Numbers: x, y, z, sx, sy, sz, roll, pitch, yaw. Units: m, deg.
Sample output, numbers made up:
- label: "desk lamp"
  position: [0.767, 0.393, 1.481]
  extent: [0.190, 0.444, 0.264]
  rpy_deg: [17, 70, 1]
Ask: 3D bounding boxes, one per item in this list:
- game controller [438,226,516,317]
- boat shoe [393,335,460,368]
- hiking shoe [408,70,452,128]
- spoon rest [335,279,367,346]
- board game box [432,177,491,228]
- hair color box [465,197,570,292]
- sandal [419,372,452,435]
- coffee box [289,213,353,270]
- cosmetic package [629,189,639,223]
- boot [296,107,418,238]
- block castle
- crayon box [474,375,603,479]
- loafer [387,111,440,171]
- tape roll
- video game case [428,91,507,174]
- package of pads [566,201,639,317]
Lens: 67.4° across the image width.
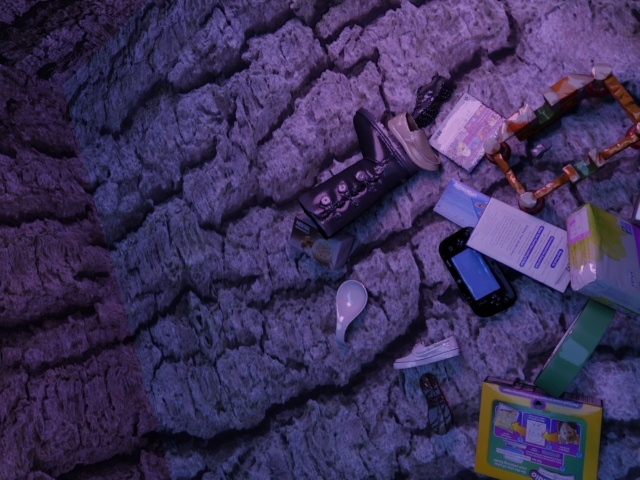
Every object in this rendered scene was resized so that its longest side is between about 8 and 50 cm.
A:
- label: "game controller"
  position: [0.559, 0.113, 1.722]
  extent: [0.166, 0.067, 0.319]
  rpy_deg: [-33, 76, 22]
- label: "boat shoe"
  position: [0.391, 0.420, 1.800]
  extent: [0.258, 0.095, 0.084]
  rpy_deg: [-19, 74, 16]
- label: "hiking shoe"
  position: [0.408, -0.537, 1.857]
  extent: [0.227, 0.086, 0.114]
  rpy_deg: [-51, 43, 22]
- label: "spoon rest"
  position: [0.114, 0.298, 1.956]
  extent: [0.137, 0.084, 0.277]
  rpy_deg: [13, 94, 29]
- label: "board game box"
  position: [0.569, -0.103, 1.762]
  extent: [0.281, 0.027, 0.145]
  rpy_deg: [36, 106, 26]
- label: "hair color box"
  position: [0.682, 0.014, 1.603]
  extent: [0.338, 0.110, 0.185]
  rpy_deg: [29, 93, 17]
- label: "sandal"
  position: [0.429, 0.605, 1.783]
  extent: [0.090, 0.060, 0.219]
  rpy_deg: [-29, 59, 18]
- label: "coffee box"
  position: [0.000, 0.000, 2.007]
  extent: [0.246, 0.098, 0.141]
  rpy_deg: [31, 121, 26]
- label: "cosmetic package"
  position: [1.046, -0.090, 1.386]
  extent: [0.224, 0.224, 0.138]
  rpy_deg: [17, 95, 29]
- label: "boot"
  position: [0.096, -0.265, 1.887]
  extent: [0.445, 0.146, 0.367]
  rpy_deg: [-37, 70, 2]
- label: "block castle"
  position: [0.788, -0.319, 1.556]
  extent: [0.453, 0.212, 0.303]
  rpy_deg: [-36, 75, 25]
- label: "crayon box"
  position: [0.717, 0.652, 1.590]
  extent: [0.362, 0.106, 0.313]
  rpy_deg: [5, 91, 29]
- label: "loafer"
  position: [0.362, -0.374, 1.806]
  extent: [0.268, 0.102, 0.092]
  rpy_deg: [50, 132, 8]
- label: "tape roll"
  position: [0.769, 0.325, 1.458]
  extent: [0.077, 0.321, 0.321]
  rpy_deg: [32, 102, 27]
- label: "video game case"
  position: [0.548, -0.397, 1.781]
  extent: [0.210, 0.041, 0.232]
  rpy_deg: [43, 107, 25]
- label: "package of pads"
  position: [0.850, 0.050, 1.418]
  extent: [0.101, 0.229, 0.297]
  rpy_deg: [126, 164, -53]
